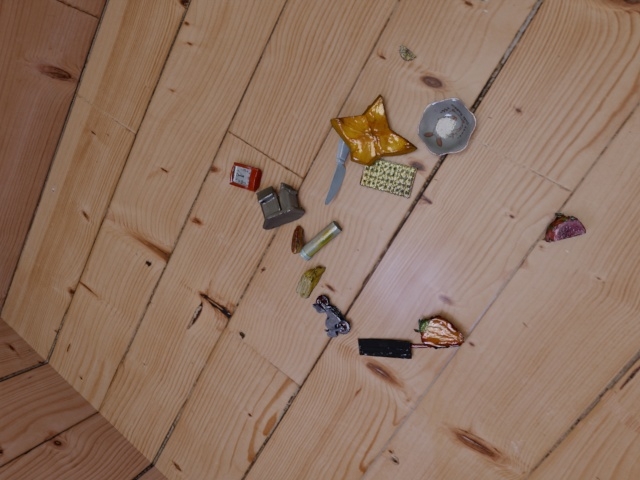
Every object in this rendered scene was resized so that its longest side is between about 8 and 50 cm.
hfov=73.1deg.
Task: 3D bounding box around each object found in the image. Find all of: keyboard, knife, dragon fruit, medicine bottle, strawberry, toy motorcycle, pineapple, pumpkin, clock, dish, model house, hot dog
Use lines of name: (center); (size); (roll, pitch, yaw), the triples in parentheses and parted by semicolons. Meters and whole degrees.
keyboard: (0.284, 0.481, 1.931); (0.250, 0.017, 0.087); (-4, 95, 29)
knife: (0.086, -0.314, 1.904); (0.044, 0.080, 0.332); (23, 102, 40)
dragon fruit: (0.898, -0.054, 1.602); (0.147, 0.102, 0.096); (-18, 96, 13)
medicine bottle: (0.000, 0.000, 1.977); (0.218, 0.074, 0.074); (-41, 81, 18)
strawberry: (0.497, 0.384, 1.813); (0.192, 0.085, 0.141); (-16, 82, 17)
toy motorcycle: (0.042, 0.358, 1.997); (0.122, 0.080, 0.215); (-46, 74, 17)
pineapple: (0.352, -0.768, 1.779); (0.045, 0.019, 0.083); (-45, 82, 17)
pumpkin: (0.219, -0.439, 1.810); (0.258, 0.095, 0.290); (-29, 86, 3)
clock: (-0.363, -0.308, 2.092); (0.155, 0.061, 0.113); (19, 102, 22)
dish: (0.506, -0.451, 1.723); (0.229, 0.081, 0.230); (4, 101, 23)
model house: (-0.203, -0.169, 2.012); (0.229, 0.122, 0.188); (-21, 83, 18)
hot dog: (-0.109, -0.004, 2.000); (0.062, 0.038, 0.144); (-20, 51, 35)

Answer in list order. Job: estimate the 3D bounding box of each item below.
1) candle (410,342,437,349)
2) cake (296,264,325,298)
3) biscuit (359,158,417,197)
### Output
candle: (0.428, 0.461, 1.883); (0.167, 0.021, 0.026); (-4, 95, 22)
cake: (-0.046, 0.182, 2.032); (0.079, 0.116, 0.185); (32, 138, 20)
biscuit: (0.288, -0.273, 1.860); (0.231, 0.016, 0.139); (17, 101, 19)
